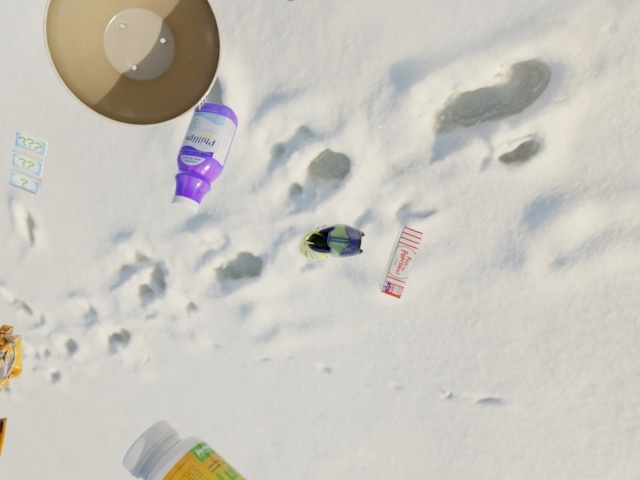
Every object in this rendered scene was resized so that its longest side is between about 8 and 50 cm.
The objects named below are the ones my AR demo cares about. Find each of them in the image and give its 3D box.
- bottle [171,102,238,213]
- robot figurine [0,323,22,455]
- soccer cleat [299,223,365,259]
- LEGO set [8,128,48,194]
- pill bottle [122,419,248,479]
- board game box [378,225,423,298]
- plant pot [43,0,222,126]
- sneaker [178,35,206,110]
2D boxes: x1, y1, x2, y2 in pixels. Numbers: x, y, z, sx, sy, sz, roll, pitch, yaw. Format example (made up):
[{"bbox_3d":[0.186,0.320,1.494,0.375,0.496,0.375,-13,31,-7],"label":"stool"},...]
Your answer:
[{"bbox_3d":[-0.299,-0.208,1.425,0.118,0.283,0.092,11,163,18],"label":"bottle"},{"bbox_3d":[-0.393,0.217,0.610,0.085,0.211,0.291,11,94,-13],"label":"robot figurine"},{"bbox_3d":[0.000,-0.001,1.446,0.289,0.121,0.094,-4,80,63],"label":"soccer cleat"},{"bbox_3d":[-0.805,-0.214,1.376,0.244,0.060,0.182,23,130,-13],"label":"LEGO set"},{"bbox_3d":[-0.215,0.426,0.967,0.245,0.136,0.136,36,135,16],"label":"pill bottle"},{"bbox_3d":[0.174,0.049,1.257,0.045,0.193,0.147,20,90,4],"label":"board game box"},{"bbox_3d":[-0.332,-0.358,1.027,0.191,0.284,0.284,-135,23,-67],"label":"plant pot"},{"bbox_3d":[-0.307,-0.374,1.218,0.098,0.083,0.224,20,148,6],"label":"sneaker"}]
